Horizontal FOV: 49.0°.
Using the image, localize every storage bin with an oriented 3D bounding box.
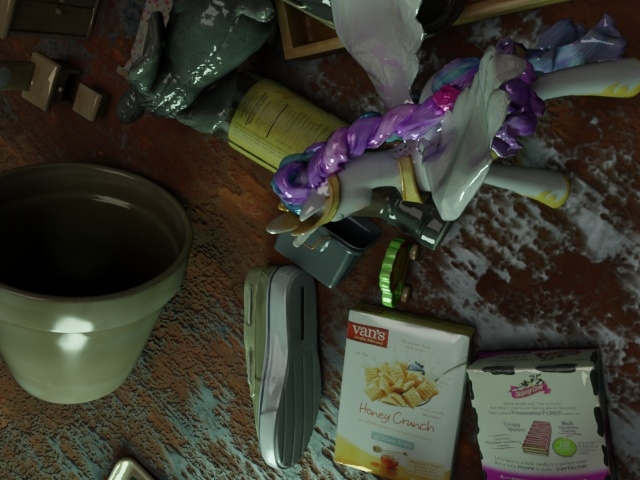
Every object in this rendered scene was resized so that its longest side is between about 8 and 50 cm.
[{"bbox_3d":[0.000,0.000,0.968,0.135,0.098,0.091,34,123,14],"label":"storage bin"}]

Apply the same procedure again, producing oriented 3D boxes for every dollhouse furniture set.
[{"bbox_3d":[-0.276,-0.258,0.982,0.355,0.174,0.303,32,113,15],"label":"dollhouse furniture set"}]

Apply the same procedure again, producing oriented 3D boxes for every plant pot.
[{"bbox_3d":[-0.365,0.083,1.052,0.323,0.323,0.280,26,128,17],"label":"plant pot"}]

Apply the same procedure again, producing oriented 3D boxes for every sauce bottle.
[{"bbox_3d":[0.019,-0.102,0.923,0.344,0.111,0.111,33,113,13],"label":"sauce bottle"}]

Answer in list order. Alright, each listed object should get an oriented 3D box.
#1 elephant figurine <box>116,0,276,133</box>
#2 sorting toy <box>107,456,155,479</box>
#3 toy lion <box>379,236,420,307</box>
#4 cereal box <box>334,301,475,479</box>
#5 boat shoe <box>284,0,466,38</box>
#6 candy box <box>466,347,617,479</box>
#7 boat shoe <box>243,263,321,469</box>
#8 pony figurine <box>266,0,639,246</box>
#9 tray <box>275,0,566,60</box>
[{"bbox_3d":[-0.167,-0.213,0.871,0.169,0.186,0.239,36,100,6],"label":"elephant figurine"},{"bbox_3d":[-0.315,0.515,1.248,0.208,0.038,0.193,36,113,13],"label":"sorting toy"},{"bbox_3d":[0.099,0.043,0.926,0.034,0.096,0.100,15,108,20],"label":"toy lion"},{"bbox_3d":[0.114,0.220,0.986,0.173,0.047,0.240,10,105,22],"label":"cereal box"},{"bbox_3d":[-0.011,-0.314,0.795,0.355,0.130,0.132,22,110,18],"label":"boat shoe"},{"bbox_3d":[0.289,0.260,0.904,0.159,0.071,0.234,-6,100,27],"label":"candy box"},{"bbox_3d":[-0.062,0.182,1.039,0.094,0.109,0.302,7,96,38],"label":"boat shoe"},{"bbox_3d":[0.131,-0.126,0.708,0.351,0.363,0.303,105,148,-53],"label":"pony figurine"},{"bbox_3d":[0.136,-0.357,0.834,0.410,0.076,0.203,-6,99,26],"label":"tray"}]
